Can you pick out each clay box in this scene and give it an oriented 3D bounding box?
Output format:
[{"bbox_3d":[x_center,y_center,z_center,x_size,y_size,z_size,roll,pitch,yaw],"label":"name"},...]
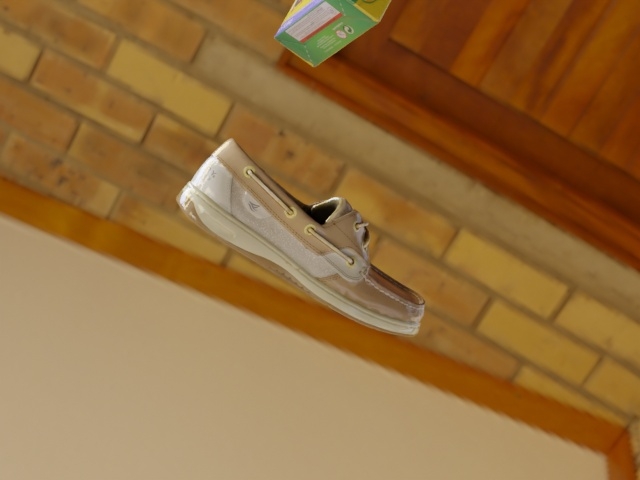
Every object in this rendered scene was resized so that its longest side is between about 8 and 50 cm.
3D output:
[{"bbox_3d":[0.049,-0.271,1.226,0.053,0.127,0.222,33,-115,-17],"label":"clay box"}]

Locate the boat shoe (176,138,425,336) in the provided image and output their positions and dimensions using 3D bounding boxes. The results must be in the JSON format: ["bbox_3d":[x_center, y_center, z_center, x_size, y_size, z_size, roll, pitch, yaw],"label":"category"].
[{"bbox_3d":[0.000,0.000,0.636,0.135,0.045,0.050,30,-173,-24],"label":"boat shoe"}]
